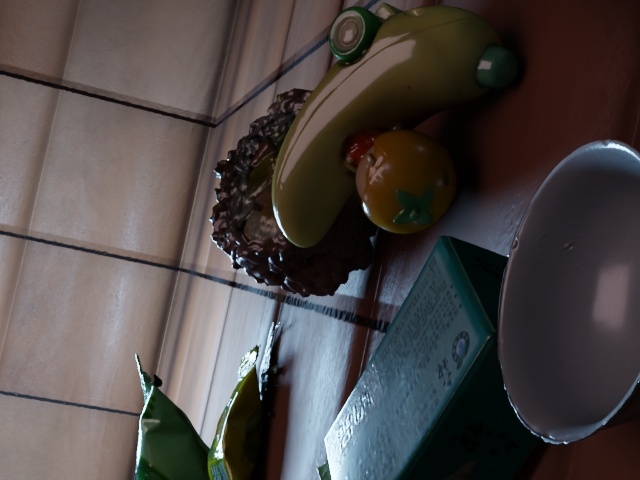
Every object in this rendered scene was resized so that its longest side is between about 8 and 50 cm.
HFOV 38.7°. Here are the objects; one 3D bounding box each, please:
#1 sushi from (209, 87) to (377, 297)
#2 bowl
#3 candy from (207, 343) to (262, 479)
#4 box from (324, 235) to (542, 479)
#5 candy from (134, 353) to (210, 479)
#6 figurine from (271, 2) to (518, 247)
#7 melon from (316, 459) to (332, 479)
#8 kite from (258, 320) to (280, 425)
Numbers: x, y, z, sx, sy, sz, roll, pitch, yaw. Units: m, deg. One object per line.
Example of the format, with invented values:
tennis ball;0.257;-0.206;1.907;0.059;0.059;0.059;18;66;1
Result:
sushi;-0.013;-0.058;1.213;0.237;0.171;0.270;-27;45;35
bowl;0.192;0.037;0.565;0.189;0.086;0.188;-169;90;-76
candy;-0.143;0.336;1.547;0.187;0.081;0.297;125;151;-63
box;0.100;0.140;0.759;0.244;0.092;0.153;-62;19;25
candy;-0.300;0.425;1.769;0.397;0.172;0.263;66;153;18
figurine;0.070;-0.106;0.974;0.324;0.124;0.222;-51;57;24
melon;0.075;0.256;0.932;0.114;0.053;0.262;-60;18;-5
kite;-0.090;0.232;1.582;0.160;0.010;0.182;132;145;-69
